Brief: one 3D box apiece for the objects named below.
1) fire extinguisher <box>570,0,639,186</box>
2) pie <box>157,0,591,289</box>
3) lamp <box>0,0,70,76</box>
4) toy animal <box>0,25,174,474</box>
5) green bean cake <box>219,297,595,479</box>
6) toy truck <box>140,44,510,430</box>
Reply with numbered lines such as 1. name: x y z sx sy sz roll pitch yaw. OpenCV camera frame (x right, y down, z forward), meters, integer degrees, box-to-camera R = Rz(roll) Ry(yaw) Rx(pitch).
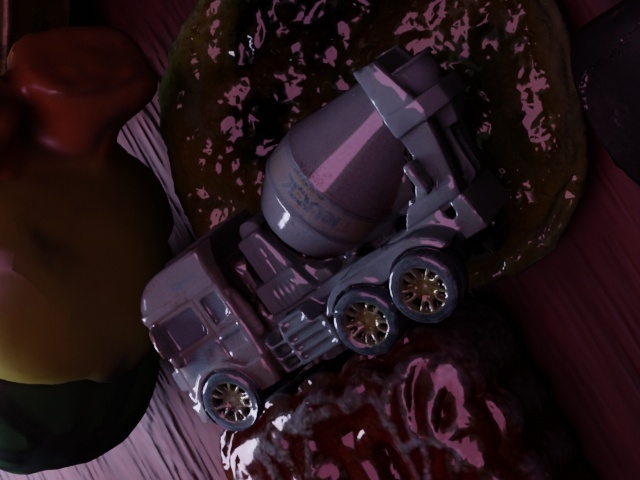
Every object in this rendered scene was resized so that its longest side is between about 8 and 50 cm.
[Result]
1. fire extinguisher: 0.325 -0.136 0.622 0.376 0.200 0.113 -31 51 40
2. pie: 0.023 -0.099 0.834 0.323 0.070 0.323 5 99 31
3. lamp: -0.263 -0.158 0.947 0.161 0.161 0.185 10 100 29
4. toy animal: -0.199 0.032 0.877 0.191 0.216 0.338 50 144 40
5. green bean cake: 0.054 0.162 0.835 0.232 0.097 0.199 -25 91 33
6. toy truck: 0.000 0.000 0.759 0.256 0.108 0.140 -33 96 31
